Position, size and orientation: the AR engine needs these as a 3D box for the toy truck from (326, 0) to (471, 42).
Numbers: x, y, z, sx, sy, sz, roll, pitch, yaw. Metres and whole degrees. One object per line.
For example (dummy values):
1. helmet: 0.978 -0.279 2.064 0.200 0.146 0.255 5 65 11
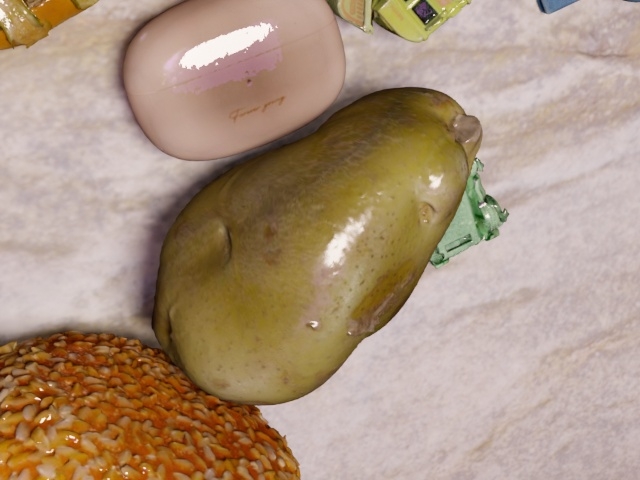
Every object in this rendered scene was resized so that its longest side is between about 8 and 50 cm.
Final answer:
1. toy truck: 0.043 -0.257 0.837 0.116 0.085 0.191 -45 118 4

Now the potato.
1. potato: -0.002 -0.003 0.844 0.351 0.218 0.202 -39 93 12

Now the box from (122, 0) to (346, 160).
1. box: -0.075 -0.153 0.838 0.200 0.088 0.146 -23 120 -10

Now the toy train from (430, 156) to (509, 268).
1. toy train: 0.130 -0.036 0.975 0.099 0.081 0.149 -28 113 -6

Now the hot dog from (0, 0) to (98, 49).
1. hot dog: -0.198 -0.252 0.762 0.269 0.072 0.109 -34 122 -2

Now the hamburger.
1. hamburger: -0.190 0.240 0.836 0.330 0.330 0.250 24 103 -27

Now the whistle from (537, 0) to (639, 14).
1. whistle: 0.299 -0.271 0.926 0.158 0.090 0.090 -26 119 -8
